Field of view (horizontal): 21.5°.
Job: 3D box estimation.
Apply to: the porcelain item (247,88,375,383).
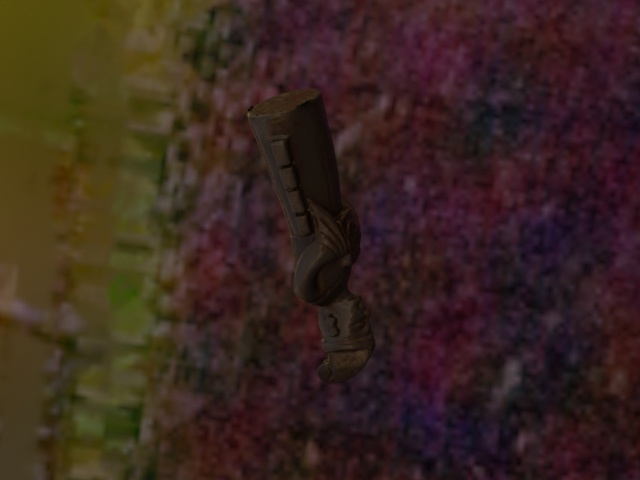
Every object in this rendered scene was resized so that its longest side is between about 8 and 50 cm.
[{"bbox_3d":[0.000,0.000,1.226,0.084,0.054,0.213,-48,-54,-65],"label":"porcelain item"}]
